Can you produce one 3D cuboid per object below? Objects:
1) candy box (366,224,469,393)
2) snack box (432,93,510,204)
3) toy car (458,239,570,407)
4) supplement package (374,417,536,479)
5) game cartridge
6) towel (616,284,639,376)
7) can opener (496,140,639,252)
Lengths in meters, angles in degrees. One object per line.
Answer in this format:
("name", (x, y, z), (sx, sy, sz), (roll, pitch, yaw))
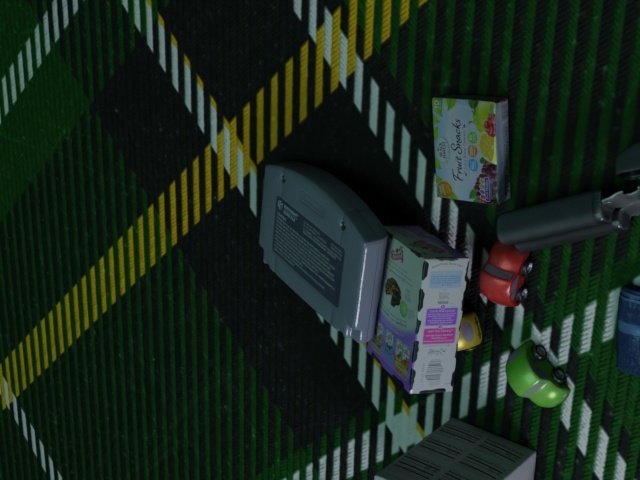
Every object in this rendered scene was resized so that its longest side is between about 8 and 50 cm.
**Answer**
("candy box", (0.132, 0.092, 1.513), (0.165, 0.070, 0.196), (-138, 50, -64))
("snack box", (0.203, -0.124, 1.451), (0.100, 0.037, 0.141), (10, 114, 40))
("toy car", (0.257, 0.143, 1.501), (0.225, 0.053, 0.239), (51, 132, 13))
("supplement package", (0.192, 0.400, 1.559), (0.149, 0.203, 0.194), (18, 118, 36))
("game cartridge", (0.000, 0.000, 1.612), (0.294, 0.060, 0.196), (40, 135, 48))
("towel", (0.410, 0.118, 1.374), (0.067, 0.029, 0.119), (13, 115, 38))
("can opener", (0.349, -0.058, 1.344), (0.283, 0.076, 0.095), (-15, 65, 44))
